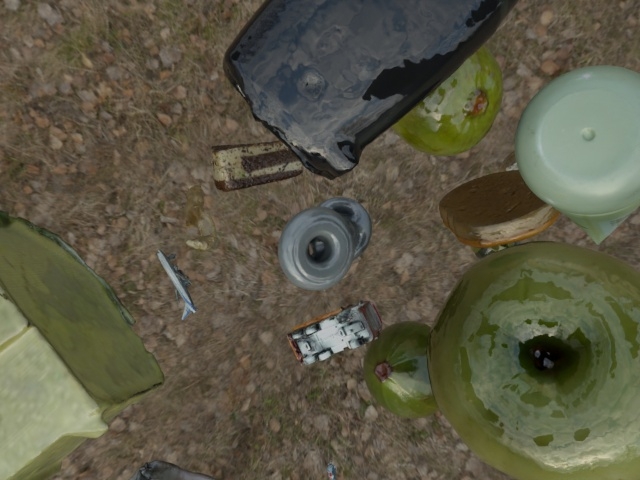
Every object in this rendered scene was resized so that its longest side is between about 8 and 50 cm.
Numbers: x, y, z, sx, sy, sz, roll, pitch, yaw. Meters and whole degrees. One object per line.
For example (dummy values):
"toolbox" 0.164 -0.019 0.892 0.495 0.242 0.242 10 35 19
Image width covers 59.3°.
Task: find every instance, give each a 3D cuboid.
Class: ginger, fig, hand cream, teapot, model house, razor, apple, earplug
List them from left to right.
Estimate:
"model house" -0.400 0.161 0.707 0.266 0.261 0.321 -41 82 -3
"ginger" -0.318 -0.059 1.440 0.075 0.288 0.089 29 113 -35
"earplug" 0.010 -0.001 1.487 0.174 0.325 0.214 -8 108 35
"razor" 0.063 -0.242 0.622 0.204 0.113 0.349 44 90 -10
"fig" 0.255 0.388 1.697 0.315 0.316 0.317 0 85 0
"fig" 0.237 -0.338 1.226 0.258 0.258 0.326 -35 45 -3
"teapot" 0.502 0.006 1.604 0.119 0.166 0.130 23 107 1
"apple" 0.431 0.227 1.035 0.473 0.473 0.474 0 85 0
"hand cream" 0.235 -0.066 0.462 0.093 0.305 0.147 10 96 30

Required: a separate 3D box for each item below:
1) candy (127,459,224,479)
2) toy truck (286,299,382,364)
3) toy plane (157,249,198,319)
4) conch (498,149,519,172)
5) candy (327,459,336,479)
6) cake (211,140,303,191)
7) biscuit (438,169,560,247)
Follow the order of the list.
"candy" -0.174 0.374 0.679 0.195 0.137 0.185 30 121 -26
"toy truck" 0.033 0.251 1.518 0.270 0.135 0.114 -26 90 29
"toy plane" -0.426 0.125 1.686 0.058 0.226 0.226 -18 78 -28
"conch" 0.621 -0.153 1.720 0.210 0.352 0.297 46 119 10
"candy" 0.034 0.674 1.638 0.020 0.030 0.083 9 116 34
"cake" -0.158 -0.194 1.443 0.245 0.135 0.112 -7 105 -6
"biscuit" 0.246 -0.042 0.745 0.170 0.170 0.050 -23 113 -2
